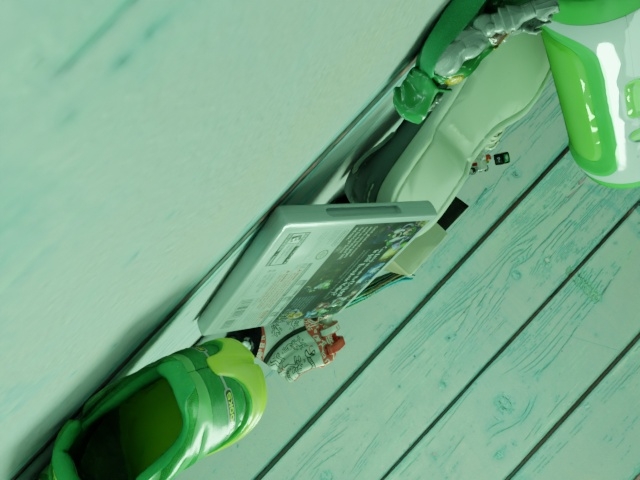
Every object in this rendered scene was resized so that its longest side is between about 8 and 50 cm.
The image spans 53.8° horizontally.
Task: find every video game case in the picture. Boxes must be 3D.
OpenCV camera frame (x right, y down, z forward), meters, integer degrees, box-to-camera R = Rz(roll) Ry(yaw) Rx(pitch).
[{"bbox_3d":[-0.006,0.027,0.597,0.173,0.022,0.190,-4,148,-37],"label":"video game case"}]

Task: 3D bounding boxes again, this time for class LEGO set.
[{"bbox_3d":[0.218,-0.134,1.145,0.244,0.060,0.182,-10,-173,17],"label":"LEGO set"}]

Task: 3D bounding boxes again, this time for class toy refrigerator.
[{"bbox_3d":[0.107,-0.016,1.030,0.094,0.102,0.269,-47,-175,-4],"label":"toy refrigerator"}]

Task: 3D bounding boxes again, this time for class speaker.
[{"bbox_3d":[0.304,-0.176,0.651,0.131,0.131,0.296,-46,139,-2],"label":"speaker"}]

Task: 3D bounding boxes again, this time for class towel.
[{"bbox_3d":[0.025,0.163,1.532,0.370,0.040,0.271,-22,176,-31],"label":"towel"}]

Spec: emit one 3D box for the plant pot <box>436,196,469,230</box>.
[{"bbox_3d":[0.214,-0.065,1.478,0.187,0.167,0.188,-47,177,6],"label":"plant pot"}]

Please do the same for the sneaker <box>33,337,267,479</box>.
[{"bbox_3d":[-0.175,0.178,0.495,0.295,0.109,0.123,-46,153,12],"label":"sneaker"}]

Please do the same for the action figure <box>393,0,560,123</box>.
[{"bbox_3d":[0.139,-0.174,0.446,0.232,0.063,0.137,-44,180,17],"label":"action figure"}]

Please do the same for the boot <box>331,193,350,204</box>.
[{"bbox_3d":[0.000,0.000,0.779,0.219,0.082,0.106,-23,130,-46],"label":"boot"}]

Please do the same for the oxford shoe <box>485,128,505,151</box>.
[{"bbox_3d":[0.446,-0.318,1.697,0.169,0.130,0.449,-42,173,-29],"label":"oxford shoe"}]

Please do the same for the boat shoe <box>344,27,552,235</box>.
[{"bbox_3d":[0.142,-0.148,0.677,0.319,0.116,0.099,-53,-140,-7],"label":"boat shoe"}]

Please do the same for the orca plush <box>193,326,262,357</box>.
[{"bbox_3d":[-0.162,0.214,0.795,0.287,0.102,0.151,-46,176,-8],"label":"orca plush"}]

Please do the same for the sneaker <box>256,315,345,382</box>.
[{"bbox_3d":[0.001,0.088,0.929,0.270,0.145,0.090,-48,176,14],"label":"sneaker"}]
